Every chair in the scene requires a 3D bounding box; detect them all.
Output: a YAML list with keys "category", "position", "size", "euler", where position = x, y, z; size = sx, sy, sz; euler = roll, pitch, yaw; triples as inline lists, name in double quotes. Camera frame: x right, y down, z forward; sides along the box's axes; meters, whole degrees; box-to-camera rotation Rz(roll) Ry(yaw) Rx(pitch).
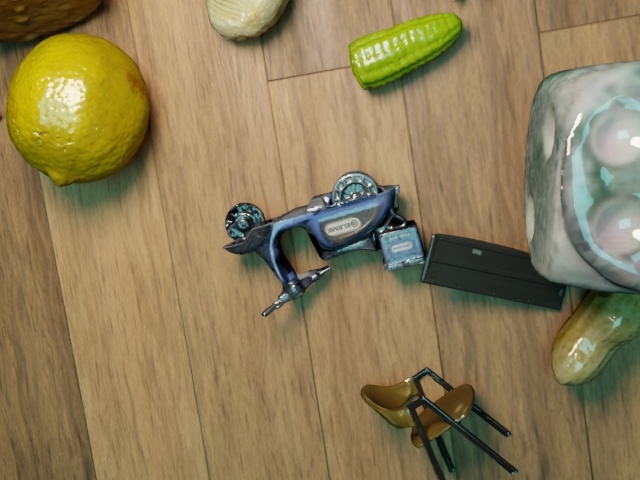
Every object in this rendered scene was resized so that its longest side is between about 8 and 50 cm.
- category: "chair"
  position: [0.213, 0.329, 1.266]
  size: [0.172, 0.159, 0.247]
  euler: [-35, 91, 13]

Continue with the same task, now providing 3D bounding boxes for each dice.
- category: "dice"
  position: [0.503, -0.097, 1.074]
  size: [0.328, 0.348, 0.330]
  euler: [0, 98, 8]

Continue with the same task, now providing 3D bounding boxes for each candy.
- category: "candy"
  position: [0.151, -0.343, 1.232]
  size: [0.210, 0.097, 0.096]
  euler: [-22, 93, 9]

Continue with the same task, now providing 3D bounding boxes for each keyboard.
- category: "keyboard"
  position: [0.266, 0.049, 1.234]
  size: [0.381, 0.041, 0.103]
  euler: [11, 98, -17]

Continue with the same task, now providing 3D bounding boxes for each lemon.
- category: "lemon"
  position: [-0.435, -0.237, 1.259]
  size: [0.267, 0.267, 0.267]
  euler: [1, 97, 9]

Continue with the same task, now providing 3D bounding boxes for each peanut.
- category: "peanut"
  position: [0.489, 0.157, 1.220]
  size: [0.110, 0.120, 0.236]
  euler: [33, 96, -35]

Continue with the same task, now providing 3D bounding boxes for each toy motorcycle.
- category: "toy motorcycle"
  position: [0.000, 0.000, 1.279]
  size: [0.359, 0.125, 0.212]
  euler: [-15, 98, 8]

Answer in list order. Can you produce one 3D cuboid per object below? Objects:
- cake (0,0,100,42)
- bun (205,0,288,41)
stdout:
- category: "cake"
  position: [-0.568, -0.545, 1.214]
  size: [0.332, 0.332, 0.321]
  euler: [-20, 87, 11]
- category: "bun"
  position: [-0.128, -0.451, 1.261]
  size: [0.164, 0.111, 0.188]
  euler: [22, 103, 24]
